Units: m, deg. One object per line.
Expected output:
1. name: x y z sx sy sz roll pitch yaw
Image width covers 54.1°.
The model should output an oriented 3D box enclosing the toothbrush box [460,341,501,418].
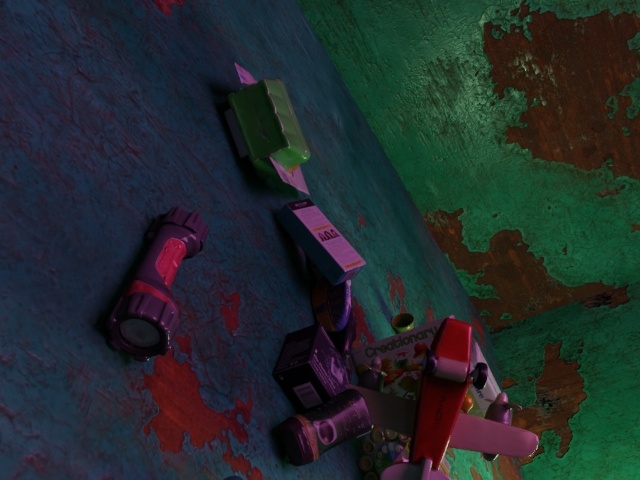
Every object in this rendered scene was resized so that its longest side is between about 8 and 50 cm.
1. toothbrush box: 0.405 0.477 1.988 0.206 0.283 0.122 61 21 -14

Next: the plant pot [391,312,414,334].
1. plant pot: 0.299 0.312 2.215 0.083 0.083 0.079 -79 155 -57

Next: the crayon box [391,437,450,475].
1. crayon box: 0.264 0.609 1.700 0.165 0.081 0.278 56 14 10

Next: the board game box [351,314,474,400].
1. board game box: 0.249 0.343 1.697 0.053 0.305 0.193 11 58 -64

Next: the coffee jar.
1. coffee jar: 0.009 0.375 1.256 0.184 0.079 0.096 -18 86 -29

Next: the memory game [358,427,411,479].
1. memory game: 0.181 0.550 1.546 0.012 0.186 0.186 129 -52 -61

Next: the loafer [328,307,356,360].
1. loafer: 0.066 0.248 1.667 0.078 0.076 0.223 50 21 -21

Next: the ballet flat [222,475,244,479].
1. ballet flat: -0.159 0.444 0.898 0.221 0.077 0.079 -59 143 -60

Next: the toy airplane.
1. toy airplane: 0.270 0.418 1.505 0.386 0.384 0.272 57 8 -3

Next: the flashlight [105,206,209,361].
1. flashlight: -0.250 0.056 1.020 0.103 0.103 0.304 56 23 -26

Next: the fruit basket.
1. fruit basket: -0.130 -0.282 1.691 0.353 0.165 0.327 26 44 -84

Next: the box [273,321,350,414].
1. box: -0.014 0.294 1.387 0.156 0.093 0.158 60 20 -18

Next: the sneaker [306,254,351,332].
1. sneaker: 0.045 0.126 1.696 0.131 0.112 0.296 46 29 -46

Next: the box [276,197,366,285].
1. box: 0.000 0.000 1.623 0.244 0.060 0.100 49 35 19
